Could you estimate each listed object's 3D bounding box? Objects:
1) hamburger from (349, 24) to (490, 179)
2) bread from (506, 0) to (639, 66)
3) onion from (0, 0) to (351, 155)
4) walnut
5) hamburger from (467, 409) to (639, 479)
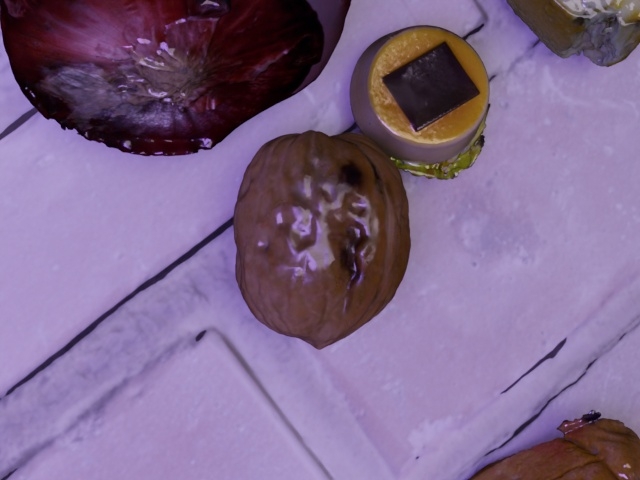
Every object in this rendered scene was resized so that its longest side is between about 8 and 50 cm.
[{"bbox_3d":[0.092,-0.123,0.980,0.141,0.081,0.126,41,77,-1],"label":"hamburger"},{"bbox_3d":[0.246,-0.293,1.006,0.186,0.124,0.257,7,90,-10],"label":"bread"},{"bbox_3d":[-0.114,-0.203,0.852,0.272,0.272,0.195,-6,56,-17],"label":"onion"},{"bbox_3d":[0.000,0.000,0.921,0.156,0.155,0.184,1,85,-17],"label":"walnut"},{"bbox_3d":[0.181,0.294,0.971,0.282,0.245,0.155,-23,107,29],"label":"hamburger"}]
